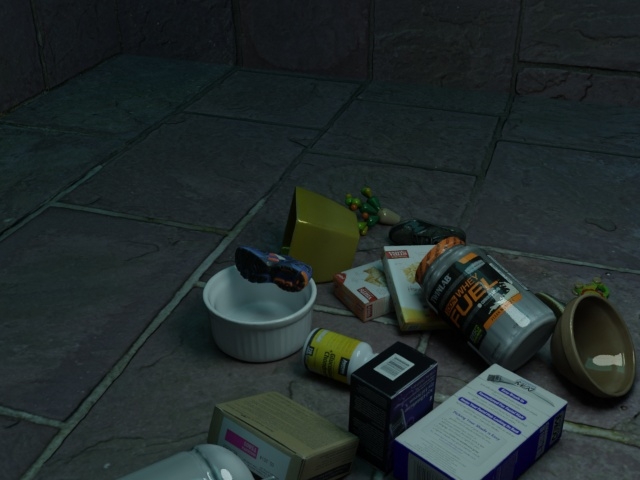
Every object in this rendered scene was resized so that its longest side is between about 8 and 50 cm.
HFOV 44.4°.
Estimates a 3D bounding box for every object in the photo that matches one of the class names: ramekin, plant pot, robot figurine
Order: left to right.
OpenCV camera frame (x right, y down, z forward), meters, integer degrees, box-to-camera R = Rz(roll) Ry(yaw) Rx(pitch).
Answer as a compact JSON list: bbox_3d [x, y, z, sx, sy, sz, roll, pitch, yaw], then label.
[{"bbox_3d":[-0.254,0.478,1.347,0.353,0.200,0.300,-17,5,-26],"label":"robot figurine"},{"bbox_3d":[-0.147,0.177,1.938,0.277,0.135,0.277,0,30,0],"label":"ramekin"},{"bbox_3d":[0.000,0.000,2.198,0.187,0.212,0.212,11,29,-8],"label":"plant pot"},{"bbox_3d":[0.603,0.247,1.788,0.237,0.237,0.109,-32,3,-43],"label":"plant pot"}]

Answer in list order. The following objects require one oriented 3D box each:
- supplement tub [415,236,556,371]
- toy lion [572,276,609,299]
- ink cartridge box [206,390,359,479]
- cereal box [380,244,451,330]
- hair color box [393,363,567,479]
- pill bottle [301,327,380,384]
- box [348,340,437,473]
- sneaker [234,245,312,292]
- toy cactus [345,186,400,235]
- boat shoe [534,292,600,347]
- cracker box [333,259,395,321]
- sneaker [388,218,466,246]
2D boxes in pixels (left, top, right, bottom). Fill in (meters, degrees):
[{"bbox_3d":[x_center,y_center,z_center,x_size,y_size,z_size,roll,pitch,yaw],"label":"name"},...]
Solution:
[{"bbox_3d":[0.383,0.146,1.862,0.193,0.194,0.316,-22,53,-33],"label":"supplement tub"},{"bbox_3d":[0.732,0.145,2.102,0.100,0.034,0.096,-12,39,-20],"label":"toy lion"},{"bbox_3d":[-0.074,0.392,1.544,0.234,0.088,0.193,22,13,34],"label":"ink cartridge box"},{"bbox_3d":[0.263,0.118,2.021,0.173,0.047,0.240,-1,53,-16],"label":"cereal box"},{"bbox_3d":[0.324,0.398,1.580,0.338,0.110,0.185,-27,38,-36],"label":"hair color box"},{"bbox_3d":[0.056,0.273,1.801,0.184,0.103,0.103,15,33,25],"label":"pill bottle"},{"bbox_3d":[0.144,0.336,1.586,0.108,0.207,0.153,26,40,37],"label":"box"},{"bbox_3d":[-0.116,0.068,1.930,0.221,0.083,0.087,21,23,23],"label":"sneaker"},{"bbox_3d":[0.157,-0.081,2.451,0.180,0.112,0.219,19,28,-4],"label":"toy cactus"},{"bbox_3d":[0.625,0.202,1.957,0.073,0.080,0.223,-13,37,-32],"label":"boat shoe"},{"bbox_3d":[0.170,0.122,2.101,0.232,0.067,0.155,-17,35,-27],"label":"cracker box"},{"bbox_3d":[0.310,0.002,2.291,0.227,0.087,0.130,10,25,7],"label":"sneaker"}]
